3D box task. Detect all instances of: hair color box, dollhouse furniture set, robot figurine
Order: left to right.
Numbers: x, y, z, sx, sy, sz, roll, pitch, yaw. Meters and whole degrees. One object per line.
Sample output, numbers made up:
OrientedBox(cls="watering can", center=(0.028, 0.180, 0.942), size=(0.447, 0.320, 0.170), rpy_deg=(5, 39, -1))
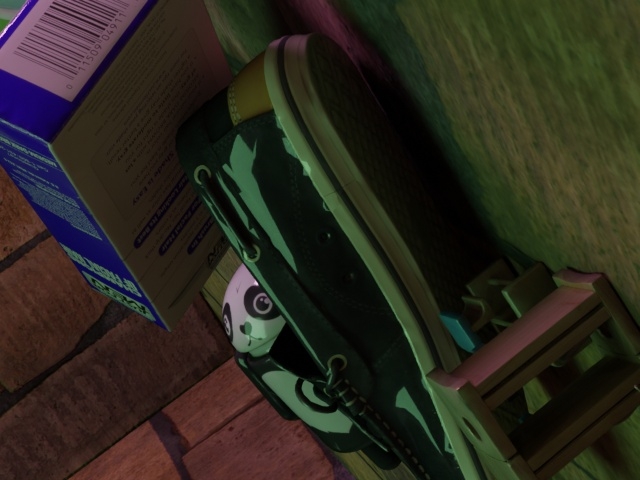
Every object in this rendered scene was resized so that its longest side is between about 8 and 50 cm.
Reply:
OrientedBox(cls="hair color box", center=(-0.158, -0.082, 1.154), size=(0.110, 0.185, 0.339), rpy_deg=(25, 160, 23))
OrientedBox(cls="robot figurine", center=(0.020, 0.116, 1.467), size=(0.278, 0.209, 0.173), rpy_deg=(47, -179, -10))
OrientedBox(cls="dollhouse furniture set", center=(0.151, 0.106, 0.998), size=(0.129, 0.129, 0.183), rpy_deg=(55, 169, -11))

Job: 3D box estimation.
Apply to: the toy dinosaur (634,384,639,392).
OrientedBox(cls="toy dinosaur", center=(0.233, 0.089, 0.746), size=(0.211, 0.064, 0.112), rpy_deg=(58, 168, -25))

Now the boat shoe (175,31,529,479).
OrientedBox(cls="boat shoe", center=(0.046, 0.072, 1.137), size=(0.500, 0.156, 0.187), rpy_deg=(60, -158, -17))

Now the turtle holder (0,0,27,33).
OrientedBox(cls="turtle holder", center=(-0.297, -0.296, 1.284), size=(0.320, 0.243, 0.227), rpy_deg=(14, 135, 11))
